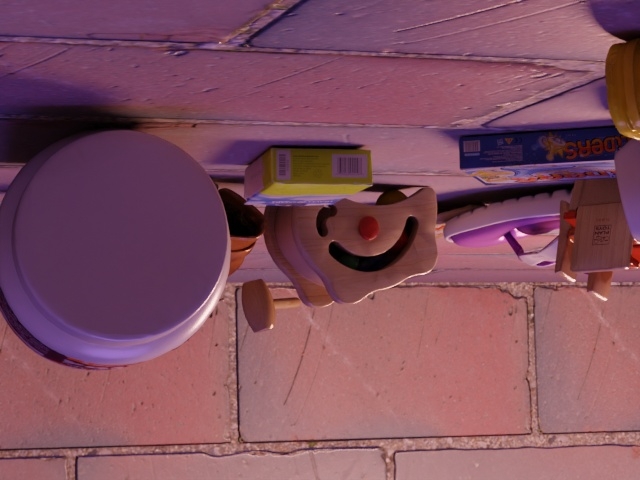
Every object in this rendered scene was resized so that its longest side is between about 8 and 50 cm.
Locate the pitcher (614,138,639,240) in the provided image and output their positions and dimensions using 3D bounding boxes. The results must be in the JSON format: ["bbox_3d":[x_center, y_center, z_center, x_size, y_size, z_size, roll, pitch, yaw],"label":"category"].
[{"bbox_3d":[0.376,-0.075,1.716,0.207,0.125,0.178,-14,151,14],"label":"pitcher"}]

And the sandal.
[{"bbox_3d":[0.332,-0.009,2.337,0.416,0.102,0.169,-9,170,37],"label":"sandal"}]

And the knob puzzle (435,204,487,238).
[{"bbox_3d":[0.143,-0.026,2.515,0.213,0.030,0.213,-15,173,-2],"label":"knob puzzle"}]

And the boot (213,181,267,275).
[{"bbox_3d":[-0.218,-0.016,2.189,0.283,0.109,0.220,22,154,-18],"label":"boot"}]

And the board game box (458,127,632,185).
[{"bbox_3d":[0.252,-0.086,1.898,0.201,0.035,0.136,-3,174,16],"label":"board game box"}]

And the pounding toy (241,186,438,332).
[{"bbox_3d":[0.000,0.000,2.261,0.269,0.154,0.155,-21,-173,-34],"label":"pounding toy"}]

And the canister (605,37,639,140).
[{"bbox_3d":[0.313,-0.119,1.377,0.170,0.073,0.126,-7,173,32],"label":"canister"}]

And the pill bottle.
[{"bbox_3d":[-0.207,0.013,1.813,0.224,0.224,0.392,0,175,-10],"label":"pill bottle"}]

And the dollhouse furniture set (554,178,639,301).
[{"bbox_3d":[0.374,0.008,2.075,0.262,0.135,0.259,-5,158,38],"label":"dollhouse furniture set"}]

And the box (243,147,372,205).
[{"bbox_3d":[-0.017,-0.067,1.989,0.109,0.042,0.178,1,175,-13],"label":"box"}]
